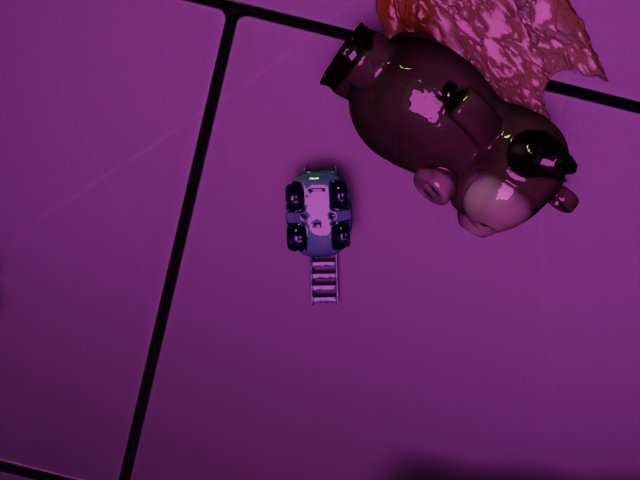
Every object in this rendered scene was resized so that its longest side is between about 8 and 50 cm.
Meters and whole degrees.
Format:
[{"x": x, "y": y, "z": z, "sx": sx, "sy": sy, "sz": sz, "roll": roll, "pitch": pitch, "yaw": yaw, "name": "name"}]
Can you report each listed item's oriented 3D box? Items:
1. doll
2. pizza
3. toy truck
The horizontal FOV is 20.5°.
[{"x": 0.122, "y": -0.098, "z": 1.599, "sx": 0.257, "sy": 0.182, "sz": 0.117, "roll": 40, "pitch": 81, "yaw": -4, "name": "doll"}, {"x": 0.158, "y": -0.204, "z": 1.648, "sx": 0.181, "sy": 0.034, "sz": 0.262, "roll": -34, "pitch": 97, "yaw": 8, "name": "pizza"}, {"x": 0.000, "y": 0.000, "z": 1.675, "sx": 0.063, "sy": 0.074, "sz": 0.136, "roll": 0, "pitch": 100, "yaw": 4, "name": "toy truck"}]
